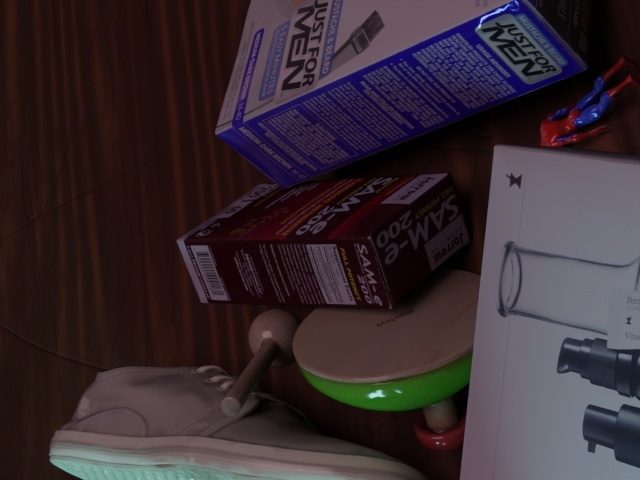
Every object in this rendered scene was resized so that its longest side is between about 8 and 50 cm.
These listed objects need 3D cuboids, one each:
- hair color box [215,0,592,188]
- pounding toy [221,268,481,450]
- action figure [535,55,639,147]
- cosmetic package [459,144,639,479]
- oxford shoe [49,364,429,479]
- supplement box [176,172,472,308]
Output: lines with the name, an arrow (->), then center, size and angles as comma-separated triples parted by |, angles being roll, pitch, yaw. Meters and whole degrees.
hair color box -> 0.072, -0.189, 1.141 | 0.339, 0.110, 0.185 | -19, 46, 37
pounding toy -> 0.052, 0.119, 1.098 | 0.237, 0.183, 0.110 | -11, 113, 11
action figure -> 0.219, -0.105, 1.071 | 0.115, 0.030, 0.038 | -40, 50, 35
cosmetic package -> 0.229, 0.137, 0.837 | 0.284, 0.097, 0.377 | 12, 100, 48
oxford shoe -> -0.086, 0.183, 1.200 | 0.449, 0.169, 0.130 | -1, 59, 44
supplement box -> 0.000, 0.000, 1.168 | 0.239, 0.130, 0.073 | -1, 116, 42
